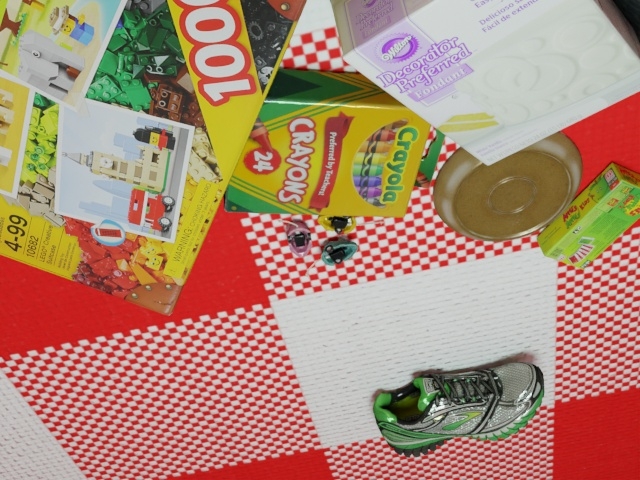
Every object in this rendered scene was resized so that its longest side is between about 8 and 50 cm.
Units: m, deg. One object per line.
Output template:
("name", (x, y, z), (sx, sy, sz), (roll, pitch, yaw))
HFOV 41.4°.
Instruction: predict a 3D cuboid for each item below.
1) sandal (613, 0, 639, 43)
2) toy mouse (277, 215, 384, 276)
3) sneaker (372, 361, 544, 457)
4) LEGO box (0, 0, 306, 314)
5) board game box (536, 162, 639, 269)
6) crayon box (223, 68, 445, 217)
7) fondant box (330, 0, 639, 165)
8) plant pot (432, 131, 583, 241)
("sandal", (0.360, -0.341, 0.992), (0.445, 0.167, 0.107), (28, 100, -40))
("toy mouse", (0.000, 0.000, 1.342), (0.161, 0.031, 0.143), (9, 133, -16))
("sneaker", (0.262, 0.314, 1.624), (0.343, 0.134, 0.146), (-23, 133, 15))
("LEGO box", (-0.250, -0.197, 0.940), (0.372, 0.193, 0.500), (21, 130, -9))
("board game box", (0.444, -0.036, 1.361), (0.092, 0.043, 0.181), (17, 130, -27))
("crayon box", (0.029, -0.132, 1.180), (0.318, 0.081, 0.202), (1, 134, -10))
("fondant box", (0.206, -0.229, 0.980), (0.238, 0.096, 0.330), (-27, 146, 30))
("plant pot", (0.293, -0.076, 1.309), (0.236, 0.032, 0.236), (-5, 136, -5))
